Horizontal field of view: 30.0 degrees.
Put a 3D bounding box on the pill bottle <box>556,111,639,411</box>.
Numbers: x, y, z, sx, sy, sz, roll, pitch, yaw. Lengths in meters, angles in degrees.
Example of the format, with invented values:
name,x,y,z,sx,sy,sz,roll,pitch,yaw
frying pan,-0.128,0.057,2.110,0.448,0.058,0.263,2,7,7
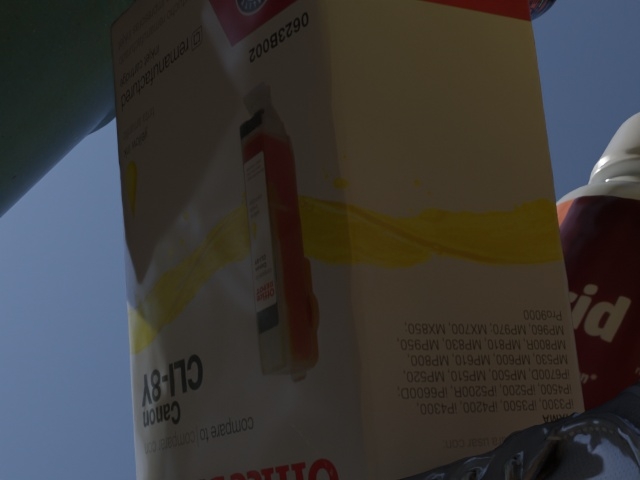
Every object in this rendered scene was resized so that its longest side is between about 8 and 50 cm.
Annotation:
name,x,y,z,sx,sy,sz,roll,pitch,yaw
pill bottle,0.245,0.095,0.969,0.224,0.224,0.392,29,-113,11

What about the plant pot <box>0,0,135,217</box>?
name,x,y,z,sx,sy,sz,roll,pitch,yaw
plant pot,-0.334,-0.161,1.045,0.341,0.334,0.341,13,-45,14

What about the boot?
name,x,y,z,sx,sy,sz,roll,pitch,yaw
boot,0.074,0.115,0.435,0.123,0.258,0.095,-10,-112,-2

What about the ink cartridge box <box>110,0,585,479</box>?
name,x,y,z,sx,sy,sz,roll,pitch,yaw
ink cartridge box,0.000,0.000,0.747,0.279,0.160,0.385,-24,-112,53

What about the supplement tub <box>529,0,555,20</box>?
name,x,y,z,sx,sy,sz,roll,pitch,yaw
supplement tub,0.158,-0.255,1.169,0.106,0.198,0.106,10,-70,30
